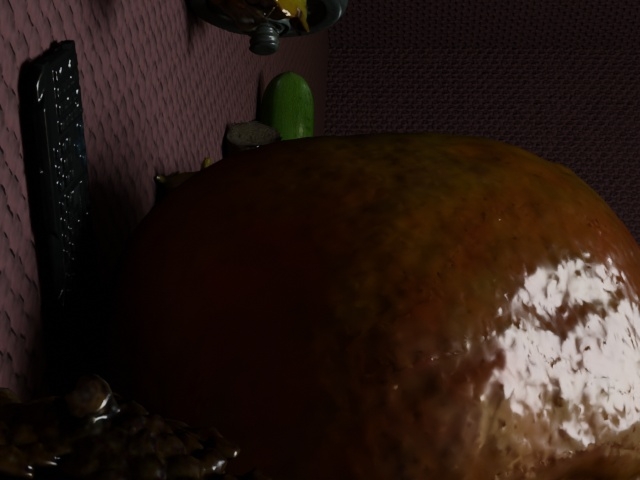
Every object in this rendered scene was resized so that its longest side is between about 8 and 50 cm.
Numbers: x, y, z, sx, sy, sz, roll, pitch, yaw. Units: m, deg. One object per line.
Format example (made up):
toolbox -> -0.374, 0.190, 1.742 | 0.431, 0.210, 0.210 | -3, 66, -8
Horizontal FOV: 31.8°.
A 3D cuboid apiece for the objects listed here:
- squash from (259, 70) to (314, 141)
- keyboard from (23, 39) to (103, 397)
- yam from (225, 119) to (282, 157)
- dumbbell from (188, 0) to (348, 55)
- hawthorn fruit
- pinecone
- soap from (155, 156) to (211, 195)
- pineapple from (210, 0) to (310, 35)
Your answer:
squash -> -0.059, -0.094, 1.816 | 0.101, 0.101, 0.379 | 69, 24, -80
keyboard -> -0.171, 0.000, 0.768 | 0.106, 0.016, 0.262 | -79, 169, -68
yam -> -0.091, -0.089, 1.518 | 0.084, 0.084, 0.127 | -82, 176, -62
dumbbell -> -0.053, -0.401, 1.236 | 0.179, 0.179, 0.406 | 70, 22, -79
hawthorn fruit -> 0.066, 0.129, 0.885 | 0.472, 0.472, 0.472 | 1, 90, -86
pinecone -> -0.114, 0.153, 0.517 | 0.150, 0.179, 0.195 | 128, -34, -52
soap -> 0.000, 0.000, 1.190 | 0.339, 0.304, 0.169 | -8, 95, -86
pineapple -> -0.117, -0.311, 0.880 | 0.161, 0.158, 0.334 | 11, 72, -47
